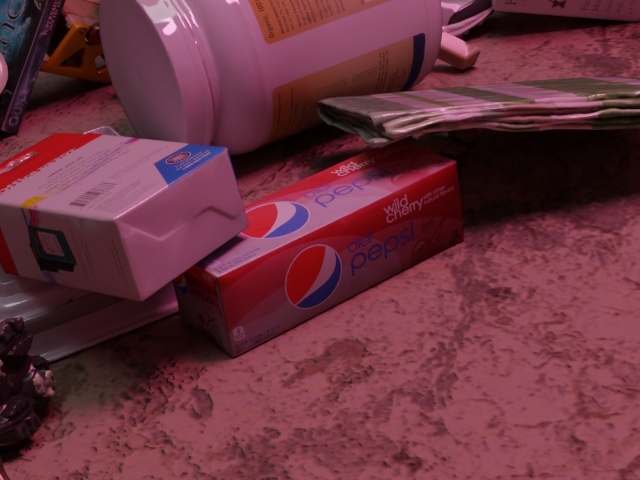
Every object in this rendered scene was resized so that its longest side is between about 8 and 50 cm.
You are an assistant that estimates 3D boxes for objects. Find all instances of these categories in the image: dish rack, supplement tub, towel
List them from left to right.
[{"bbox_3d":[-0.242,-0.012,1.390,0.285,0.072,0.333,-21,32,-21],"label":"dish rack"},{"bbox_3d":[-0.053,-0.225,1.549,0.316,0.228,0.228,-23,32,-24],"label":"supplement tub"},{"bbox_3d":[0.179,-0.127,1.401,0.325,0.038,0.248,-6,11,-10],"label":"towel"}]

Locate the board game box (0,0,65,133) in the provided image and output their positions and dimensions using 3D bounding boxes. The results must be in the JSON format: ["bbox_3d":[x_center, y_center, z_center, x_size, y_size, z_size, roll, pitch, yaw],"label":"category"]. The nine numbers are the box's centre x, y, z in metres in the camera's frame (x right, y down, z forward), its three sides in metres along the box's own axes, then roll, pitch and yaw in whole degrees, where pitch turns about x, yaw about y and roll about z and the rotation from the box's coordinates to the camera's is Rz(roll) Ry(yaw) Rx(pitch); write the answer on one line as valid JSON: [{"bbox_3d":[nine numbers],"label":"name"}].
[{"bbox_3d":[-0.368,-0.233,1.706,0.126,0.186,0.026,29,12,40],"label":"board game box"}]

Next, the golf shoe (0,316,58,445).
[{"bbox_3d":[-0.308,0.161,1.094,0.120,0.105,0.273,-13,19,27],"label":"golf shoe"}]

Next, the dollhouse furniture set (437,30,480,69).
[{"bbox_3d":[0.136,-0.241,1.698,0.114,0.091,0.081,27,59,6],"label":"dollhouse furniture set"}]

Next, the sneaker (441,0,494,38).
[{"bbox_3d":[0.085,-0.292,1.757,0.271,0.108,0.100,-6,26,2],"label":"sneaker"}]

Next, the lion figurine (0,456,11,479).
[{"bbox_3d":[-0.173,0.234,0.865,0.240,0.142,0.392,4,27,9],"label":"lion figurine"}]

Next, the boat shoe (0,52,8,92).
[{"bbox_3d":[-0.476,-0.109,1.595,0.097,0.116,0.324,-25,22,49],"label":"boat shoe"}]

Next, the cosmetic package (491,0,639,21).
[{"bbox_3d":[0.298,-0.367,1.707,0.184,0.151,0.151,3,49,-5],"label":"cosmetic package"}]

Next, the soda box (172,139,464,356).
[{"bbox_3d":[0.000,0.000,1.283,0.263,0.083,0.092,-27,33,-28],"label":"soda box"}]

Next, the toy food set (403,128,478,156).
[{"bbox_3d":[0.117,-0.123,1.533,0.122,0.019,0.078,17,38,39],"label":"toy food set"}]

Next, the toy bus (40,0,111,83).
[{"bbox_3d":[-0.276,-0.245,1.773,0.104,0.202,0.191,-48,16,24],"label":"toy bus"}]

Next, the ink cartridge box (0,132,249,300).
[{"bbox_3d":[-0.192,-0.027,1.235,0.231,0.078,0.134,9,34,42],"label":"ink cartridge box"}]
